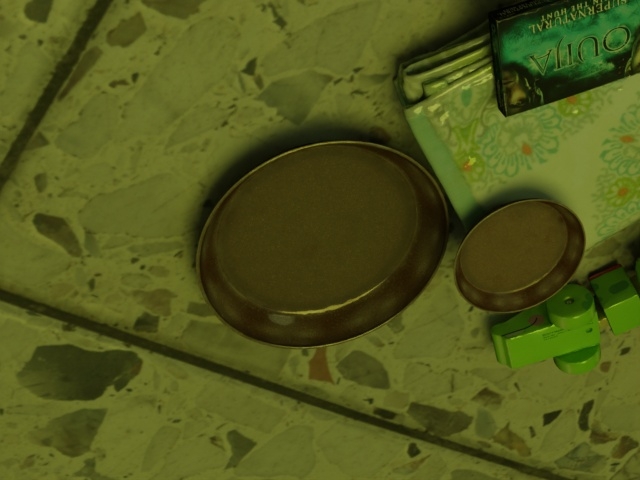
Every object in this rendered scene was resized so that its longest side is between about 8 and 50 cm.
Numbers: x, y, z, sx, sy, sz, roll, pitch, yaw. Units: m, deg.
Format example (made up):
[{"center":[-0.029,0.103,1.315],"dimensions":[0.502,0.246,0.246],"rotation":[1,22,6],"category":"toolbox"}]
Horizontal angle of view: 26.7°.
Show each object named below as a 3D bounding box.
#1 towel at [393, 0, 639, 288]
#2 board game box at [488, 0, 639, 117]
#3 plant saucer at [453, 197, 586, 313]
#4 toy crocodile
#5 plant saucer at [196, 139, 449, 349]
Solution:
[{"center":[0.288,-0.131,1.608],"dimensions":[0.321,0.090,0.374],"rotation":[-29,130,4],"category":"towel"},{"center":[0.277,-0.217,1.472],"dimensions":[0.186,0.026,0.126],"rotation":[-19,128,-8],"category":"board game box"},{"center":[0.236,0.014,1.622],"dimensions":[0.169,0.029,0.168],"rotation":[-8,127,-11],"category":"plant saucer"},{"center":[0.390,0.084,1.808],"dimensions":[0.341,0.105,0.115],"rotation":[-22,130,2],"category":"toy crocodile"},{"center":[0.000,0.000,1.622],"dimensions":[0.311,0.050,0.310],"rotation":[-9,128,-12],"category":"plant saucer"}]
